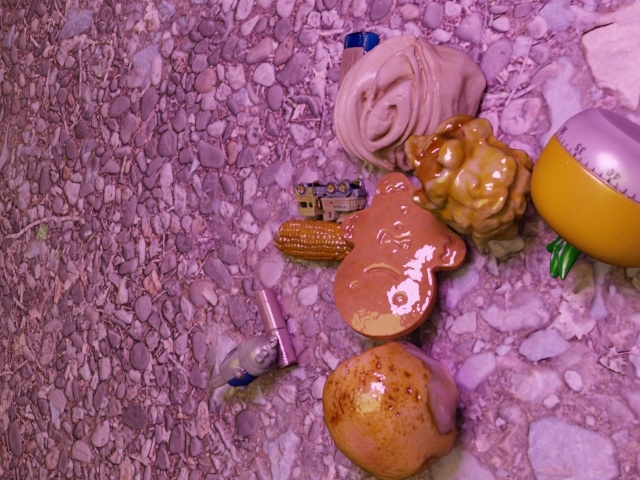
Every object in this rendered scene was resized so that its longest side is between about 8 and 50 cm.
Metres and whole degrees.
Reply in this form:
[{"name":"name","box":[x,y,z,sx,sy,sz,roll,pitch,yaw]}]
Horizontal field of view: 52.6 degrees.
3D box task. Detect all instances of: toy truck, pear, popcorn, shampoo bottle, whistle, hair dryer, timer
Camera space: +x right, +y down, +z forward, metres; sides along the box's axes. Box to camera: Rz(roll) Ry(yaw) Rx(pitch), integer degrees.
[{"name":"toy truck","box":[0.025,-0.088,1.484,0.169,0.077,0.100,1,99,33]},{"name":"pear","box":[0.134,0.326,1.246,0.271,0.271,0.271,-5,82,36]},{"name":"popcorn","box":[0.273,-0.103,1.177,0.195,0.255,0.256,-47,22,4]},{"name":"shampoo bottle","box":[0.083,-0.381,1.485,0.087,0.050,0.182,7,89,34]},{"name":"whistle","box":[-0.177,0.291,1.520,0.092,0.110,0.244,46,124,-8]},{"name":"hair dryer","box":[-0.164,0.248,1.609,0.220,0.054,0.195,-33,68,36]},{"name":"timer","box":[0.452,-0.049,1.055,0.285,0.285,0.285,-5,82,36]}]

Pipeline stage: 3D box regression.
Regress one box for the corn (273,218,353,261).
[{"name":"corn","box":[0.000,0.000,1.480,0.262,0.097,0.097,4,88,34]}]

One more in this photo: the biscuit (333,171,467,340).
[{"name":"biscuit","box":[0.151,0.027,1.314,0.275,0.052,0.354,18,75,28]}]

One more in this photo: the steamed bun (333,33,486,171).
[{"name":"steamed bun","box":[0.152,-0.287,1.326,0.289,0.203,0.275,21,94,38]}]
